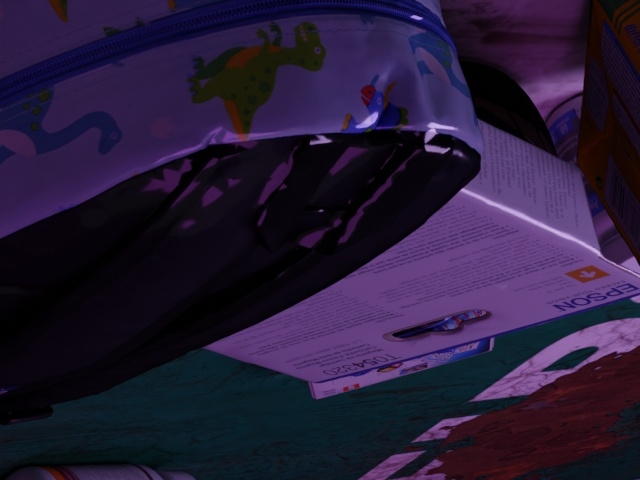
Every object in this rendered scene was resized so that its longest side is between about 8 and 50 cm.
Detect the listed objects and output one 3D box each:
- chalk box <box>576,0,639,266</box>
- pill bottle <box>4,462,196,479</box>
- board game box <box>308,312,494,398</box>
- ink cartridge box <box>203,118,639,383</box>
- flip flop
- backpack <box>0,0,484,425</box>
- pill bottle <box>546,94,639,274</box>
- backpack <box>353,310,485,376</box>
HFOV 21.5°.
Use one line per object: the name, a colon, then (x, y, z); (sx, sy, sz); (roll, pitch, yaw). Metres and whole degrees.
chalk box: (0.345, -0.093, 1.159); (0.289, 0.180, 0.179); (-16, 139, -8)
pill bottle: (-0.238, 0.305, 1.849); (0.221, 0.121, 0.121); (7, 149, -46)
board game box: (0.068, 0.063, 1.571); (0.193, 0.053, 0.305); (-16, 159, -2)
ink cartridge box: (0.000, 0.000, 1.121); (0.324, 0.071, 0.330); (-19, 152, 39)
flip flop: (0.075, -0.066, 1.175); (0.277, 0.112, 0.080); (10, 147, -41)
backpack: (-0.097, -0.050, 0.787); (0.290, 0.273, 0.355); (7, 170, -42)
pill bottle: (0.232, -0.043, 1.313); (0.078, 0.137, 0.078); (-15, 159, -6)
backpack: (0.034, 0.035, 1.345); (0.173, 0.117, 0.158); (-18, -166, 24)
